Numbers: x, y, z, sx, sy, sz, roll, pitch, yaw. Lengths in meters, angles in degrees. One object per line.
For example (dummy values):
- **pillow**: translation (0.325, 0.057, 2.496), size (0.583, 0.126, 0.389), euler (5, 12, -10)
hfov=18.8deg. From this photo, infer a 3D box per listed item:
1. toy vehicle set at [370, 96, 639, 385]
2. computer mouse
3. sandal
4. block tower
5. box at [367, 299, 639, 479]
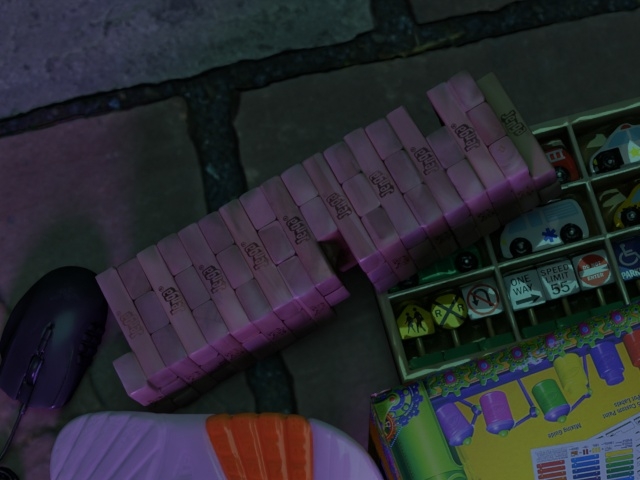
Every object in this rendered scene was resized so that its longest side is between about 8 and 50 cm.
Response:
- **toy vehicle set**: translation (0.166, -0.001, 1.437), size (0.267, 0.035, 0.166), euler (-16, 72, -4)
- **computer mouse**: translation (-0.222, 0.125, 1.400), size (0.071, 0.041, 0.242), euler (21, 73, 7)
- **sandal**: translation (-0.064, 0.166, 1.368), size (0.265, 0.076, 0.102), euler (8, 86, 25)
- **block tower**: translation (0.000, 0.000, 1.379), size (0.335, 0.091, 0.097), euler (-31, 69, 3)
- **box**: translation (0.213, 0.202, 1.293), size (0.290, 0.177, 0.279), euler (-19, 72, -6)
